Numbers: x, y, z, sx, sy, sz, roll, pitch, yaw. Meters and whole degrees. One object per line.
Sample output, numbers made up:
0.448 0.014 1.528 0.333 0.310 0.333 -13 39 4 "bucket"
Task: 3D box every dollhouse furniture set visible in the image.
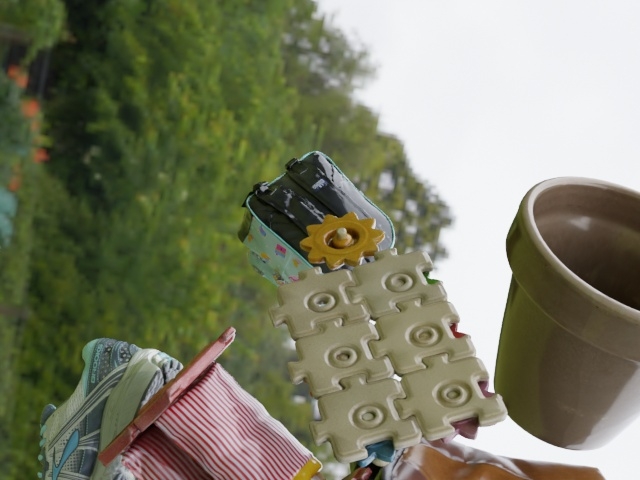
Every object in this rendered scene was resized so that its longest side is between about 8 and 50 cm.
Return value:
-0.138 0.276 1.250 0.152 0.201 0.374 -44 -177 41 "dollhouse furniture set"

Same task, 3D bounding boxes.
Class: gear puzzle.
0.045 0.086 1.366 0.339 0.175 0.044 -113 -168 -48 "gear puzzle"

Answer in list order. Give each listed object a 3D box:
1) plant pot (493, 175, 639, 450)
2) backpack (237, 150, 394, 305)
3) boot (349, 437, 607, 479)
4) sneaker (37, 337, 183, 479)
0.296 0.097 1.517 0.263 0.263 0.229 -96 -158 -56 "plant pot"
0.000 0.000 1.899 0.166 0.188 0.144 -37 153 -36 "backpack"
0.169 0.288 1.391 0.264 0.280 0.096 -97 -154 -67 "boot"
-0.249 0.236 1.511 0.283 0.122 0.110 -65 154 -3 "sneaker"
